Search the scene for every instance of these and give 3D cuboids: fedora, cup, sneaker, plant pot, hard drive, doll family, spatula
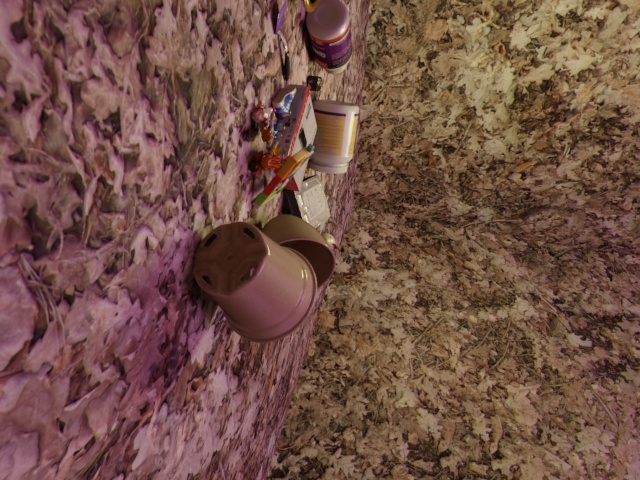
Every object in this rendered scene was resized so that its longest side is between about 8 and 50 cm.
[{"bbox_3d":[-0.050,-0.943,1.534,0.194,0.079,0.195,18,90,-78],"label":"fedora"},{"bbox_3d":[-0.127,0.033,1.663,0.331,0.330,0.237,91,-14,-45],"label":"cup"},{"bbox_3d":[-0.134,-0.517,1.591,0.085,0.058,0.152,82,25,-45],"label":"sneaker"},{"bbox_3d":[-0.212,0.108,1.262,0.305,0.333,0.334,57,44,-59],"label":"plant pot"},{"bbox_3d":[-0.057,-0.179,2.052,0.339,0.064,0.237,-41,116,-62],"label":"hard drive"},{"bbox_3d":[-0.169,-0.336,1.430,0.163,0.118,0.263,-56,155,-64],"label":"doll family"},{"bbox_3d":[-0.130,-0.696,1.500,0.297,0.030,0.084,85,20,-58],"label":"spatula"}]

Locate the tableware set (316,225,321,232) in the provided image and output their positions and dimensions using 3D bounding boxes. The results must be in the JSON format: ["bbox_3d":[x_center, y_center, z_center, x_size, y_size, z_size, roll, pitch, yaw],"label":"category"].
[{"bbox_3d":[-0.065,0.002,2.165,0.194,0.039,0.128,-58,171,-7],"label":"tableware set"}]

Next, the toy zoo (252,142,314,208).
[{"bbox_3d":[-0.124,-0.249,1.553,0.293,0.030,0.192,-45,-177,28],"label":"toy zoo"}]

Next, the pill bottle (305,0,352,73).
[{"bbox_3d":[0.047,-0.879,1.846,0.323,0.181,0.182,55,47,-76],"label":"pill bottle"}]

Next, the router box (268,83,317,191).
[{"bbox_3d":[-0.109,-0.423,1.770,0.301,0.082,0.336,68,35,-72],"label":"router box"}]

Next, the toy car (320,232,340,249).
[{"bbox_3d":[0.000,0.000,2.316,0.210,0.237,0.220,93,15,-74],"label":"toy car"}]

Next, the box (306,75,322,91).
[{"bbox_3d":[-0.029,-0.733,1.957,0.083,0.052,0.062,-62,160,-62],"label":"box"}]

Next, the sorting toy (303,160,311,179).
[{"bbox_3d":[-0.077,-0.250,2.229,0.196,0.047,0.348,-40,140,-74],"label":"sorting toy"}]

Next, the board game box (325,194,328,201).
[{"bbox_3d":[-0.012,-0.133,2.697,0.305,0.053,0.193,-67,165,-50],"label":"board game box"}]

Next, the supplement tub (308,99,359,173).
[{"bbox_3d":[0.056,-0.525,2.117,0.241,0.240,0.332,-56,156,-65],"label":"supplement tub"}]
